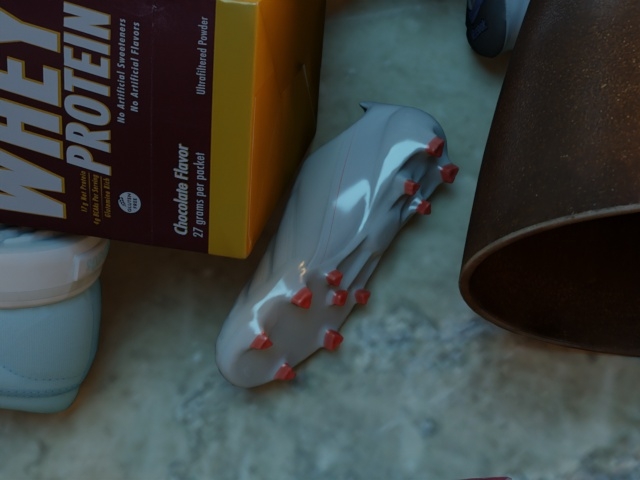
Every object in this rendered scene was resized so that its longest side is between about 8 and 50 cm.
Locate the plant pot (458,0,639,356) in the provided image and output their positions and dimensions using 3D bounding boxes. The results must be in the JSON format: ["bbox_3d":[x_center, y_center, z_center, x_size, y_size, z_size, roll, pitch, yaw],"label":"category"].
[{"bbox_3d":[0.180,-0.081,0.551,0.215,0.215,0.230,1,69,10],"label":"plant pot"}]

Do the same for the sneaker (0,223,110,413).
[{"bbox_3d":[-0.301,0.037,0.609,0.366,0.150,0.135,7,24,3],"label":"sneaker"}]

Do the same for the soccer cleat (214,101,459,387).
[{"bbox_3d":[0.000,0.000,0.642,0.076,0.068,0.196,28,70,36],"label":"soccer cleat"}]

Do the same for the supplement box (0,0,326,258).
[{"bbox_3d":[-0.109,-0.099,0.607,0.194,0.129,0.191,8,26,8],"label":"supplement box"}]

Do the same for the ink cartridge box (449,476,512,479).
[{"bbox_3d":[0.007,0.190,0.508,0.176,0.127,0.128,-6,64,7],"label":"ink cartridge box"}]

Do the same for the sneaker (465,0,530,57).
[{"bbox_3d":[0.171,-0.241,0.717,0.129,0.111,0.297,10,73,1],"label":"sneaker"}]
